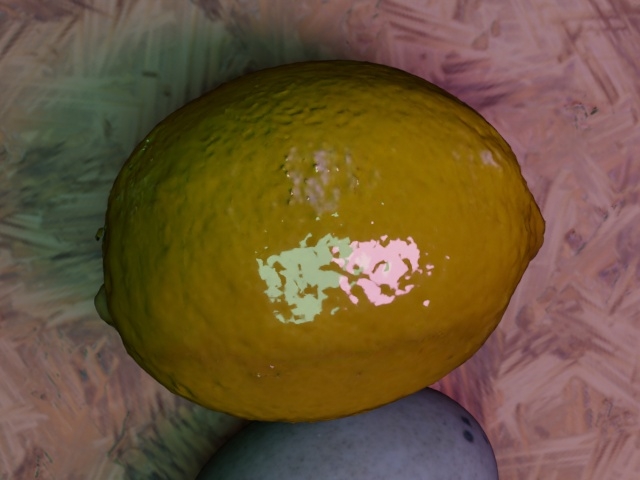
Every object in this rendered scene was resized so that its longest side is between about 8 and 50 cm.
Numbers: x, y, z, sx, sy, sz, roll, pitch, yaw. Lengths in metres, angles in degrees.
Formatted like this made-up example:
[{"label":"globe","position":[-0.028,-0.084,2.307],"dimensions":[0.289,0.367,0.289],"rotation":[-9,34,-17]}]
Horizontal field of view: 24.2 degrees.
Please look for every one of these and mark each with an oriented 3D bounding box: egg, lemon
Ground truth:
[{"label":"egg","position":[0.009,0.189,1.026],"dimensions":[0.236,0.169,0.169],"rotation":[-22,107,1]},{"label":"lemon","position":[-0.005,0.001,0.939],"dimensions":[0.263,0.236,0.236],"rotation":[-33,108,-19]}]
